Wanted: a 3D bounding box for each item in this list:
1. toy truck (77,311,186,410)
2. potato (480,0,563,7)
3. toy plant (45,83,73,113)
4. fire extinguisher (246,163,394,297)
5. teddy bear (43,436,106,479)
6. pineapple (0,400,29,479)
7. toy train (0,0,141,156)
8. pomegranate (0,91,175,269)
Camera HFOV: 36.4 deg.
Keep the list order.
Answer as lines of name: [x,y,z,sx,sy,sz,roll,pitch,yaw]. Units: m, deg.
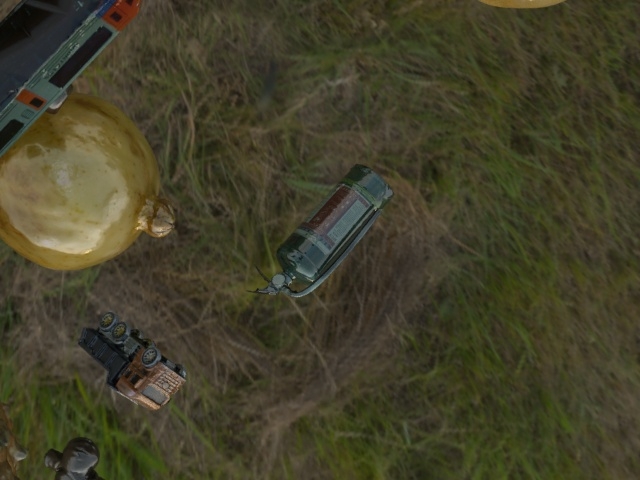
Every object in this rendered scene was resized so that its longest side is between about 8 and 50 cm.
toy truck: [-0.304,0.192,1.552,0.092,0.192,0.083,-52,140,-8]
potato: [0.366,-0.473,1.700,0.234,0.146,0.150,-14,153,5]
toy plant: [-0.543,-0.306,1.739,0.200,0.143,0.105,36,67,-16]
fire extinguisher: [0.000,0.000,1.648,0.294,0.118,0.093,-48,156,-18]
teddy bear: [-0.390,0.384,1.542,0.119,0.078,0.160,22,125,18]
pineapple: [-0.288,0.220,0.547,0.202,0.362,0.201,-2,120,-3]
toy train: [-0.346,-0.190,1.119,0.409,0.086,0.089,-44,161,5]
pomegranate: [-0.485,-0.110,2.000,0.410,0.410,0.410,-5,118,-10]
